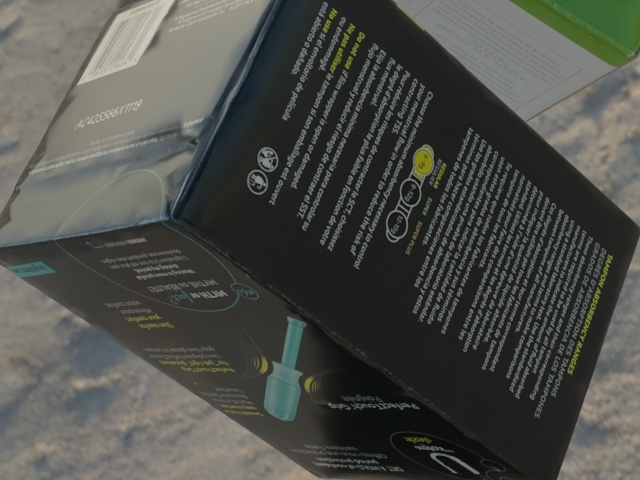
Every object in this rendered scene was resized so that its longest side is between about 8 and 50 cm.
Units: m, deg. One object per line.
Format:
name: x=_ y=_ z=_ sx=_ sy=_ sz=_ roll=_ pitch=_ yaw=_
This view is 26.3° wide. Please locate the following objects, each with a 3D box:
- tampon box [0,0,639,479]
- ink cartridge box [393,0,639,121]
tampon box: x=0.000 y=0.000 z=0.446 sx=0.120 sy=0.161 sz=0.101 roll=-7 pitch=52 yaw=51
ink cartridge box: x=0.050 y=-0.147 z=0.752 sx=0.097 sy=0.189 sz=0.255 roll=-62 pitch=11 yaw=-17
